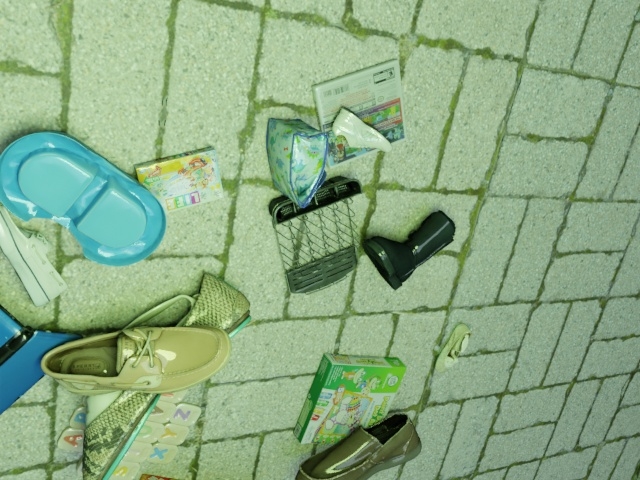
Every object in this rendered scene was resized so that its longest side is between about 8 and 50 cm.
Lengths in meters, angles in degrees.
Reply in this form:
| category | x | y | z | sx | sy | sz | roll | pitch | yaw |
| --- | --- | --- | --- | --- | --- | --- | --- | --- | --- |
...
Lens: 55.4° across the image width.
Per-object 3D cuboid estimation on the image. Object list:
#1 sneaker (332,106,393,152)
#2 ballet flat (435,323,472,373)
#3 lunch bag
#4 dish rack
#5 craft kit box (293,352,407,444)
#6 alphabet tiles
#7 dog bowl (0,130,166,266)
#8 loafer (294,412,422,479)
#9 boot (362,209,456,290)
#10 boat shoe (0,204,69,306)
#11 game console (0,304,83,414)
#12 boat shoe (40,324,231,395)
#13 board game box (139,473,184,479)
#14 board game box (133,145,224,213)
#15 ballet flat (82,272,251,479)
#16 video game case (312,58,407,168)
| category | x | y | z | sx | sy | sz | roll | pitch | yaw |
| --- | --- | --- | --- | --- | --- | --- | --- | --- | --- |
| sneaker | 0.087 | -0.220 | 1.278 | 0.152 | 0.053 | 0.061 | 27 | 107 | -30 |
| ballet flat | 0.376 | 0.314 | 1.722 | 0.057 | 0.052 | 0.168 | 12 | 108 | -33 |
| lunch bag | -0.050 | -0.155 | 1.212 | 0.096 | 0.129 | 0.151 | -2 | 114 | -27 |
| dish rack | 0.000 | 0.000 | 1.350 | 0.208 | 0.074 | 0.271 | -21 | 122 | -18 |
| craft kit box | 0.080 | 0.423 | 1.615 | 0.247 | 0.061 | 0.250 | 8 | 109 | -34 |
| alphabet tiles | -0.418 | 0.418 | 1.361 | 0.278 | 0.021 | 0.284 | 26 | 100 | -35 |
| dog bowl | -0.412 | -0.077 | 1.070 | 0.297 | 0.074 | 0.166 | 38 | 99 | -31 |
| loafer | 0.094 | 0.541 | 1.585 | 0.366 | 0.134 | 0.130 | -16 | 110 | -27 |
| boot | 0.214 | 0.000 | 1.423 | 0.207 | 0.094 | 0.246 | -42 | 151 | -2 |
| boat shoe | -0.520 | 0.015 | 1.081 | 0.076 | 0.083 | 0.226 | -31 | 137 | -26 |
| game console | -0.637 | 0.211 | 1.098 | 0.293 | 0.173 | 0.250 | -42 | 103 | 1 |
| boat shoe | -0.337 | 0.220 | 1.126 | 0.341 | 0.121 | 0.110 | -12 | 154 | 2 |
| board game box | -0.263 | 0.802 | 1.380 | 0.356 | 0.356 | 0.356 | 26 | 84 | -36 |
| board game box | -0.270 | -0.113 | 1.175 | 0.154 | 0.026 | 0.103 | -18 | 121 | -20 |
| ballet flat | -0.353 | 0.262 | 1.242 | 0.182 | 0.164 | 0.483 | 43 | 78 | -7 |
| video game case | 0.088 | -0.269 | 1.297 | 0.201 | 0.023 | 0.183 | -23 | 122 | -18 |
